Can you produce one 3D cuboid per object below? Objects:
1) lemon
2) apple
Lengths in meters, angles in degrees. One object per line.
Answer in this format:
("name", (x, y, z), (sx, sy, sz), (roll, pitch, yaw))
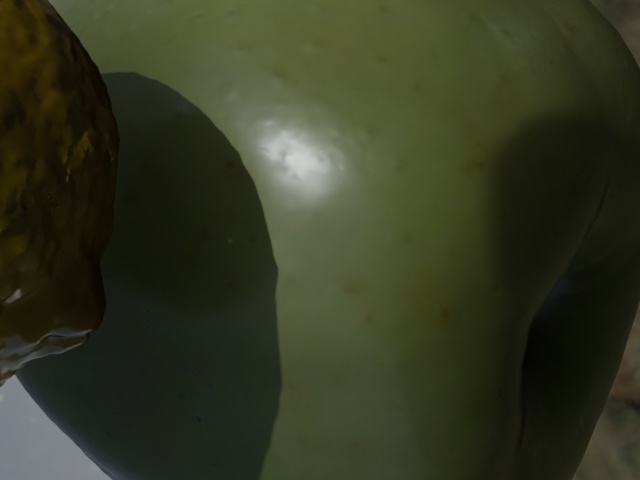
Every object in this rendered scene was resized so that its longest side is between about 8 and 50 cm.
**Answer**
("lemon", (-0.179, -0.030, 0.597), (0.231, 0.192, 0.192), (29, 180, -1))
("apple", (0.000, 0.000, 0.849), (0.357, 0.357, 0.357), (155, 90, -89))
